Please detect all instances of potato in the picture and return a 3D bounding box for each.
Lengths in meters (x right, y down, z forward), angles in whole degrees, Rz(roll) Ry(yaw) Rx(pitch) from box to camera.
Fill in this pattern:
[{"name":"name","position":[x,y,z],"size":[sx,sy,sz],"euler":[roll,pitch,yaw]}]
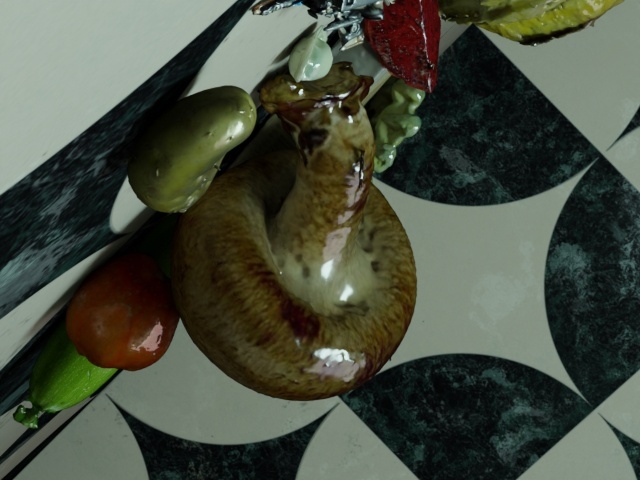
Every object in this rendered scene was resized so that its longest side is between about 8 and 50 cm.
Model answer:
[{"name":"potato","position":[-0.111,-0.081,1.056],"size":[0.138,0.070,0.091],"euler":[-47,177,31]}]

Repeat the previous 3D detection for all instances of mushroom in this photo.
[{"name":"mushroom","position":[0.004,0.001,1.497],"size":[0.356,0.334,0.331],"euler":[-37,172,22]}]

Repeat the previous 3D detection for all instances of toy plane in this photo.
[{"name":"toy plane","position":[0.016,-0.212,1.058],"size":[0.188,0.062,0.135],"euler":[-39,147,-47]}]

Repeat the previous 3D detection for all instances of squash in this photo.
[{"name":"squash","position":[-0.265,0.099,1.622],"size":[0.378,0.101,0.101],"euler":[-49,179,7]}]

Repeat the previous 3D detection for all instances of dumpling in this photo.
[{"name":"dumpling","position":[-0.008,-0.198,1.316],"size":[0.077,0.043,0.059],"euler":[-23,145,-47]}]

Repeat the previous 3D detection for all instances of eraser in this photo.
[{"name":"eraser","position":[0.001,-0.173,1.647],"size":[0.343,0.078,0.144],"euler":[-45,180,45]}]

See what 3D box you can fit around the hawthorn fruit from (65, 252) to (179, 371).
[{"name":"hawthorn fruit","position":[-0.231,0.086,1.500],"size":[0.138,0.133,0.133],"euler":[-55,176,16]}]

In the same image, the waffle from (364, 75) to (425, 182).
[{"name":"waffle","position":[0.050,-0.159,1.777],"size":[0.309,0.056,0.292],"euler":[-50,-155,35]}]

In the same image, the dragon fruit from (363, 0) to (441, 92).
[{"name":"dragon fruit","position":[0.098,-0.263,1.467],"size":[0.162,0.083,0.106],"euler":[71,26,-43]}]

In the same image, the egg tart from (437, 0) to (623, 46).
[{"name":"egg tart","position":[0.306,-0.362,1.643],"size":[0.352,0.150,0.352],"euler":[-27,-159,11]}]
